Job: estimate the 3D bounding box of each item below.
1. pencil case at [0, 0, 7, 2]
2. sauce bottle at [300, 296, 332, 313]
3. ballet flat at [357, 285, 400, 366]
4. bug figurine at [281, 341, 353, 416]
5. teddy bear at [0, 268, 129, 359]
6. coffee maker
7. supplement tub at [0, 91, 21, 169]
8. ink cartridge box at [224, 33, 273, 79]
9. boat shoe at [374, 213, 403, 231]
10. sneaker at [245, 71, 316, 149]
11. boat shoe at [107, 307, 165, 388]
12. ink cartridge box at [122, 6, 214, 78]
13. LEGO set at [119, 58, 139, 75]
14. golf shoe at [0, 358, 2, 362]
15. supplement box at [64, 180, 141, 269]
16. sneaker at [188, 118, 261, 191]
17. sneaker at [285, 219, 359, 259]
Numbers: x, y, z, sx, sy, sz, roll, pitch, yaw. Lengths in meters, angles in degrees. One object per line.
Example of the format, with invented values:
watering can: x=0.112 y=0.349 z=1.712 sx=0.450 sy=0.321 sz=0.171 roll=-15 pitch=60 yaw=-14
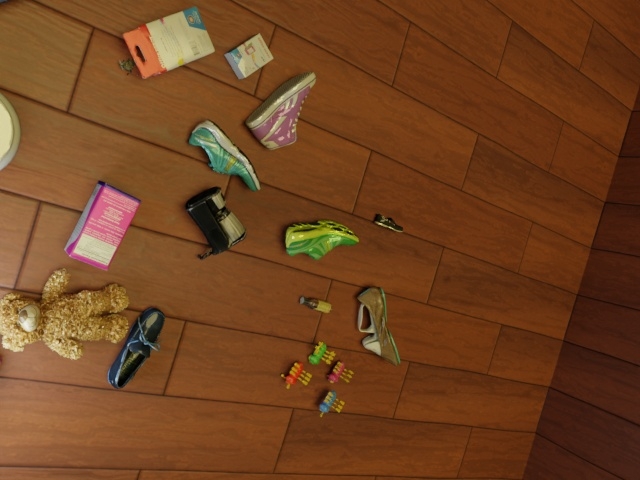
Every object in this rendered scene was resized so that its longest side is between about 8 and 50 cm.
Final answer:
pencil case: x=-0.708 y=-0.680 z=1.348 sx=0.306 sy=0.119 sz=0.133 roll=-30 pitch=90 yaw=-23
sauce bottle: x=-0.016 y=0.232 z=1.976 sx=0.128 sy=0.042 sz=0.042 roll=21 pitch=87 yaw=-30
ballet flat: x=0.212 y=0.343 z=2.103 sx=0.124 sy=0.116 sz=0.342 roll=-17 pitch=108 yaw=-7
bug figurine: x=-0.003 y=0.504 z=2.012 sx=0.279 sy=0.072 sz=0.216 roll=47 pitch=68 yaw=-24
teddy bear: x=-0.700 y=0.211 z=1.516 sx=0.338 sy=0.113 sz=0.245 roll=21 pitch=85 yaw=-32
coffee maker: x=-0.340 y=-0.053 z=1.683 sx=0.171 sy=0.120 sz=0.178 roll=-39 pitch=115 yaw=-19
supplement tub: x=-0.815 y=-0.254 z=1.242 sx=0.228 sy=0.316 sz=0.228 roll=-6 pitch=102 yaw=-30
ink cartridge box: x=-0.222 y=-0.575 z=1.703 sx=0.122 sy=0.052 sz=0.088 roll=-42 pitch=117 yaw=-20
boat shoe: x=0.268 y=-0.066 z=2.090 sx=0.133 sy=0.049 sz=0.042 roll=21 pitch=96 yaw=-28
sneaker: x=-0.099 y=-0.416 z=1.785 sx=0.282 sy=0.102 sz=0.161 roll=-43 pitch=121 yaw=-6
boat shoe: x=-0.539 y=0.332 z=1.646 sx=0.109 sy=0.089 sz=0.258 roll=28 pitch=84 yaw=-32
ink cartridge box: x=-0.438 y=-0.560 z=1.558 sx=0.231 sy=0.078 sz=0.134 roll=-31 pitch=112 yaw=-23
LEGO set: x=-0.535 y=-0.491 z=1.549 sx=0.054 sy=0.023 sz=0.083 roll=-54 pitch=133 yaw=-9
golf shoe: x=-0.905 y=0.377 z=1.422 sx=0.140 sy=0.115 sz=0.306 roll=-7 pitch=103 yaw=-34
supplement box: x=-0.610 y=-0.043 z=1.525 sx=0.114 sy=0.111 sz=0.220 roll=30 pitch=84 yaw=-32
sneaker: x=-0.293 y=-0.252 z=1.706 sx=0.110 sy=0.107 sz=0.275 roll=-42 pitch=114 yaw=3
sneaker: x=0.000 y=0.000 z=1.923 sx=0.296 sy=0.109 sz=0.123 roll=-1 pitch=122 yaw=-33
